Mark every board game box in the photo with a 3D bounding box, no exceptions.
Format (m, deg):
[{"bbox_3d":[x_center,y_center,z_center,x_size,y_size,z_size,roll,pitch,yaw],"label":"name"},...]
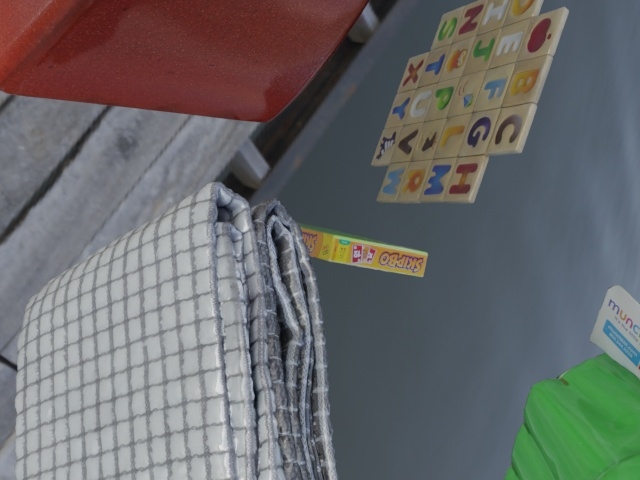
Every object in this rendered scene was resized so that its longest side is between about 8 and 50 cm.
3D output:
[{"bbox_3d":[0.000,0.000,0.984,0.124,0.259,0.039,10,95,-30],"label":"board game box"}]

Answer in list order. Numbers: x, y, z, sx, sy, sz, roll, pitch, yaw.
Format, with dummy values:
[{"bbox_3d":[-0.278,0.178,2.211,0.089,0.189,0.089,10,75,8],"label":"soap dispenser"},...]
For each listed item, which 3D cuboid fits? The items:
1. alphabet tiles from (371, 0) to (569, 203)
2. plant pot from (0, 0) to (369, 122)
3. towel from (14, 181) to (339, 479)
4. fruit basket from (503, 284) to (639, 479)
[{"bbox_3d":[0.171,-0.180,1.050,0.011,0.342,0.285,23,83,-23],"label":"alphabet tiles"},{"bbox_3d":[-0.090,-0.264,0.632,0.267,0.235,0.267,0,77,-40],"label":"plant pot"},{"bbox_3d":[-0.103,0.132,0.604,0.121,0.235,0.284,19,54,-49],"label":"towel"},{"bbox_3d":[0.271,0.246,0.525,0.165,0.353,0.327,-23,135,-25],"label":"fruit basket"}]
